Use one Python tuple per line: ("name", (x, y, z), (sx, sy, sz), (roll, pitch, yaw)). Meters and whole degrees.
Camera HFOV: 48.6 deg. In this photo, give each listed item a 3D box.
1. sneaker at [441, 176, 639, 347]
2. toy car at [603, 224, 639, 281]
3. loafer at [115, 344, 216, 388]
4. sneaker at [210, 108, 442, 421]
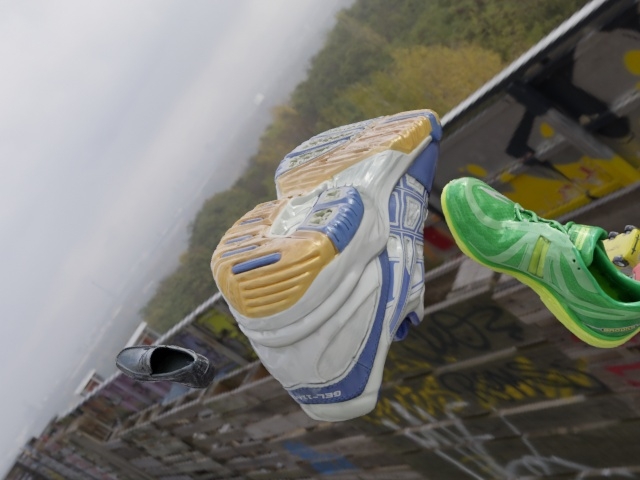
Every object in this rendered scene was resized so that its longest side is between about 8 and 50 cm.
("sneaker", (0.284, 0.006, 0.875), (0.109, 0.295, 0.123), (-52, -3, -43))
("toy car", (0.480, -0.012, 0.973), (0.225, 0.053, 0.239), (-61, 4, 19))
("loafer", (-0.296, 0.224, 1.314), (0.223, 0.078, 0.076), (3, 53, 29))
("sneaker", (0.025, 0.002, 0.505), (0.112, 0.131, 0.296), (-10, 25, 30))
